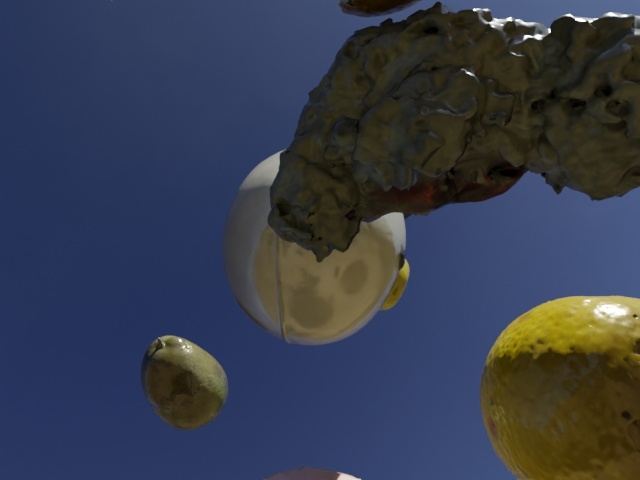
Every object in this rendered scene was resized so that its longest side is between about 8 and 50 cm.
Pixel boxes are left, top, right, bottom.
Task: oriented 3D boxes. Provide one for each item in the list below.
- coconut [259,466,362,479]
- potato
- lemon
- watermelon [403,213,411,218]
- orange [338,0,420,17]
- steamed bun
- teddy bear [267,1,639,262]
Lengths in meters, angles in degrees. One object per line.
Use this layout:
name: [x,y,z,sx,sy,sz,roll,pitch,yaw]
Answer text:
coconut: [-0.014,0.458,0.506,0.353,0.352,0.352,-11,-60,-20]
potato: [-0.329,0.331,1.069,0.159,0.174,0.251,-13,-64,27]
lemon: [0.295,0.180,0.492,0.228,0.228,0.253,8,-38,-28]
watermelon: [0.122,-0.134,0.995,0.232,0.204,0.127,-2,-41,22]
orange: [0.080,-0.387,0.407,0.196,0.262,0.334,-13,-91,-22]
steamed bun: [-0.007,-0.001,0.777,0.334,0.374,0.333,3,-64,7]
teddy bear: [0.174,-0.101,0.418,0.357,0.368,0.224,-24,-60,-41]
